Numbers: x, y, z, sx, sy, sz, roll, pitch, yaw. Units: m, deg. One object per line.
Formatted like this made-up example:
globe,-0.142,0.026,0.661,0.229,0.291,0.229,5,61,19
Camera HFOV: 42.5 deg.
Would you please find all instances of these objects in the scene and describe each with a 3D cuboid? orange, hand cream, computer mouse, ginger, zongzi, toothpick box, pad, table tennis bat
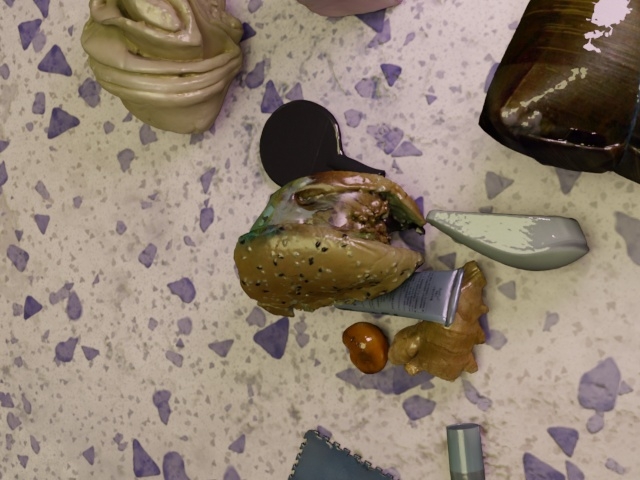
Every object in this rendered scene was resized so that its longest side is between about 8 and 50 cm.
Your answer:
orange,0.075,0.164,1.279,0.062,0.086,0.086,-29,76,-12
hand cream,0.101,0.081,1.233,0.256,0.055,0.088,-3,61,45
computer mouse,0.257,-0.003,1.153,0.230,0.128,0.079,8,89,27
ginger,0.192,0.133,1.214,0.205,0.081,0.115,-54,51,21
zongzi,0.465,-0.243,1.033,0.432,0.208,0.404,22,91,6
toothpick box,0.215,0.317,1.221,0.052,0.052,0.083,-6,87,26
pad,0.043,0.480,1.333,0.269,0.012,0.269,27,103,24
table tennis bat,-0.002,-0.139,1.332,0.236,0.027,0.150,25,102,25

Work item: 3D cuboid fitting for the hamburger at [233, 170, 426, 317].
hamburger,0.000,0.000,1.221,0.287,0.192,0.168,-14,55,26

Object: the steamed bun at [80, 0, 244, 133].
steamed bun,-0.278,-0.334,1.365,0.275,0.203,0.289,15,99,25

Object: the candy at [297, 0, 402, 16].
candy,0.011,-0.418,1.188,0.155,0.265,0.116,0,88,26
